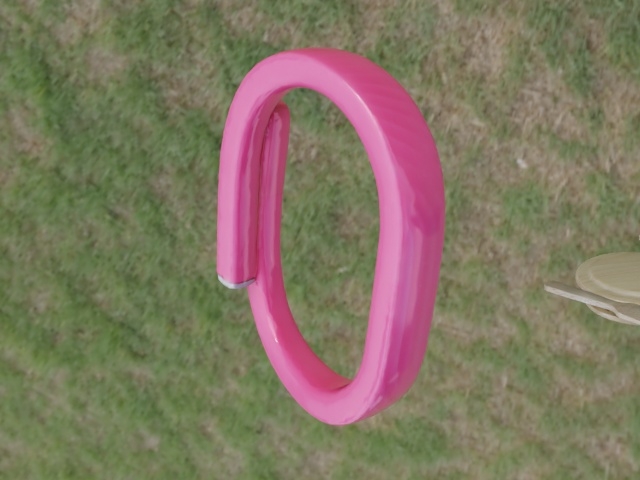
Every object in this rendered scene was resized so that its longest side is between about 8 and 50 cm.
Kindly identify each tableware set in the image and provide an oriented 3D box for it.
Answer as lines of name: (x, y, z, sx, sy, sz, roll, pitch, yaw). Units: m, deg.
tableware set: (0.253, 0.051, 0.666, 0.194, 0.128, 0.039, 21, 122, 45)

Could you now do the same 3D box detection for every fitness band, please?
fitness band: (0.000, 0.000, 0.772, 0.209, 0.054, 0.291, 34, 130, 43)
